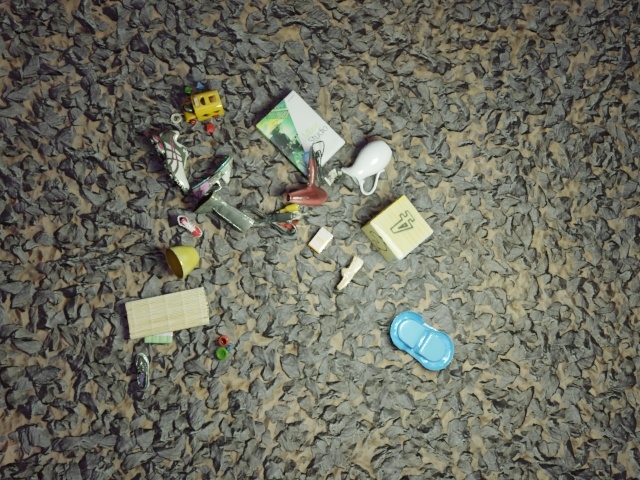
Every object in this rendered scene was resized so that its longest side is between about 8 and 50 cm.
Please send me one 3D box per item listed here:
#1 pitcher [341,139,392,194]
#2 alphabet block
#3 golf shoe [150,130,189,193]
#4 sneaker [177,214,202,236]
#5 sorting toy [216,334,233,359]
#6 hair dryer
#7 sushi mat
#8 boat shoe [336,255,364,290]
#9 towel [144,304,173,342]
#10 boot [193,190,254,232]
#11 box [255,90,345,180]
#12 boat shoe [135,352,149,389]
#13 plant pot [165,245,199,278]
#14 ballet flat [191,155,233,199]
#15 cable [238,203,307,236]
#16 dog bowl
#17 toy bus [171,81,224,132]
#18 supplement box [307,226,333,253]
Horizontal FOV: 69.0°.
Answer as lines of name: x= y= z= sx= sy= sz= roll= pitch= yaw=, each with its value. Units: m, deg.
pitcher: x=0.221 y=-0.316 z=2.011 sx=0.207 sy=0.125 sz=0.178 roll=-43 pitch=114 yaw=-2
alphabet block: x=0.317 y=-0.045 z=1.951 sx=0.193 sy=0.192 sz=0.197 roll=-39 pitch=89 yaw=-11
golf shoe: x=-0.588 y=-0.327 z=1.906 sx=0.120 sy=0.105 sz=0.273 roll=-26 pitch=89 yaw=-16
sneaker: x=-0.537 y=-0.059 z=1.900 sx=0.118 sy=0.067 sz=0.042 roll=39 pitch=81 yaw=-2
sorting toy: x=-0.386 y=0.431 z=1.889 sx=0.061 sy=0.042 sz=0.102 roll=9 pitch=95 yaw=9
hair dryer: x=-0.041 y=-0.250 z=1.938 sx=0.294 sy=0.080 sz=0.224 roll=-51 pitch=118 yaw=-24
sushi mat: x=-0.608 y=0.290 z=1.857 sx=0.316 sy=0.019 sz=0.152 roll=-11 pitch=87 yaw=-6
boat shoe: x=0.114 y=0.137 z=1.973 sx=0.059 sy=0.063 sz=0.170 roll=39 pitch=71 yaw=0
towel: x=-0.648 y=0.336 z=1.872 sx=0.113 sy=0.023 sz=0.152 roll=3 pitch=86 yaw=-5
boot: x=-0.398 y=-0.104 z=1.911 sx=0.208 sy=0.189 sz=0.076 roll=34 pitch=57 yaw=-30
box: x=-0.086 y=-0.453 z=2.005 sx=0.322 sy=0.058 sz=0.232 roll=44 pitch=80 yaw=-1
boat shoe: x=-0.702 y=0.516 z=1.833 sx=0.049 sy=0.040 sz=0.142 roll=-10 pitch=86 yaw=-8
plant pot: x=-0.545 y=0.074 z=1.866 sx=0.095 sy=0.134 sz=0.134 roll=-28 pitch=88 yaw=-37
ballet flat: x=-0.433 y=-0.254 z=1.938 sx=0.221 sy=0.077 sz=0.079 roll=-43 pitch=109 yaw=-5
cable: x=-0.200 y=-0.088 z=1.968 sx=0.286 sy=0.072 sz=0.140 roll=0 pitch=96 yaw=5
dog bowl: x=0.422 y=0.422 z=1.976 sx=0.297 sy=0.074 sz=0.166 roll=36 pitch=81 yaw=-2
toy bus: x=-0.504 y=-0.559 z=1.937 sx=0.190 sy=0.104 sz=0.202 roll=26 pitch=81 yaw=-4
supplement box: x=0.000 y=0.000 z=1.981 sx=0.062 sy=0.036 sz=0.098 roll=40 pitch=81 yaw=-2
